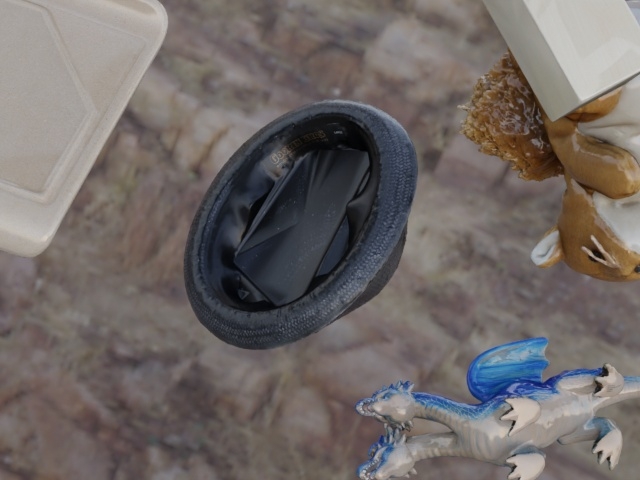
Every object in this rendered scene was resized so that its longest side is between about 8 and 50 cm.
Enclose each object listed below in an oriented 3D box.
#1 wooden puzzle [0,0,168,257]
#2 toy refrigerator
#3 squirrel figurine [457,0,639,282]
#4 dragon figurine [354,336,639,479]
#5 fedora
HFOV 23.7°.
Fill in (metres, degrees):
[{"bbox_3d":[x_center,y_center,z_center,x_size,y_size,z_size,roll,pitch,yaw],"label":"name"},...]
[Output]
[{"bbox_3d":[-0.252,-0.112,1.107,0.221,0.044,0.238,19,57,5],"label":"wooden puzzle"},{"bbox_3d":[0.227,-0.268,1.584,0.102,0.094,0.269,-29,86,-16],"label":"toy refrigerator"},{"bbox_3d":[0.376,-0.143,2.104,0.281,0.370,0.397,-18,34,-21],"label":"squirrel figurine"},{"bbox_3d":[0.168,0.131,1.217,0.289,0.085,0.144,-16,15,-23],"label":"dragon figurine"},{"bbox_3d":[0.000,0.000,1.844,0.152,0.334,0.334,40,6,-48],"label":"fedora"}]
